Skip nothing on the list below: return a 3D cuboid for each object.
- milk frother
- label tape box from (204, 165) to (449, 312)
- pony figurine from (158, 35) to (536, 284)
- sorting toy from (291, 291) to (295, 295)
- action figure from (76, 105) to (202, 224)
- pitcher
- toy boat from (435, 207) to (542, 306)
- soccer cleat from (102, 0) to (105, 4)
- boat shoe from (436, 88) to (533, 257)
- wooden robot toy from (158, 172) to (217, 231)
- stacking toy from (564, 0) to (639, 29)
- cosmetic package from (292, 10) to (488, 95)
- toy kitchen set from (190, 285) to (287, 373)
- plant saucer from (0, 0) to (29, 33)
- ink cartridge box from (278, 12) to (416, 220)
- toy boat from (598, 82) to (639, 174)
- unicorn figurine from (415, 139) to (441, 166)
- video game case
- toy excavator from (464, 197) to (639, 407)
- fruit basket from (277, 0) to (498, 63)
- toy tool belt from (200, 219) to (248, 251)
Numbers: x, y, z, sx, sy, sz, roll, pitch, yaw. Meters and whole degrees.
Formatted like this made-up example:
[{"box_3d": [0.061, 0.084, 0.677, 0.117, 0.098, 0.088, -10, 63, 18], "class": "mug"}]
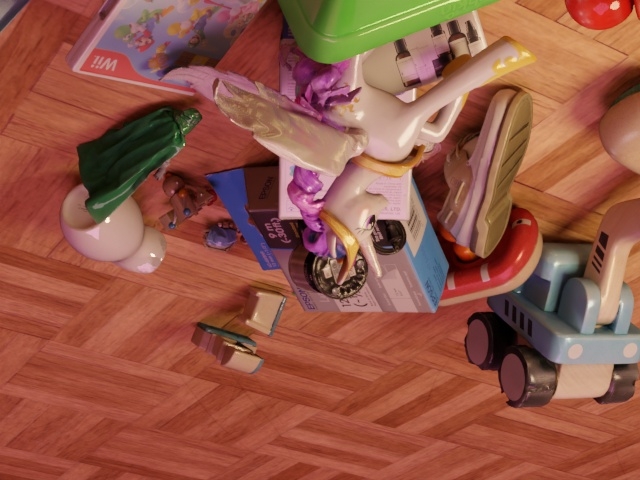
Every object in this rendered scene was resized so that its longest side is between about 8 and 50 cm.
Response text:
[{"box_3d": [0.039, 0.018, 1.783, 0.143, 0.129, 0.135, 1, -178, -17], "class": "milk frother"}, {"box_3d": [0.000, 0.000, 1.938, 0.347, 0.115, 0.249, -3, 137, 25], "class": "label tape box"}, {"box_3d": [0.025, -0.161, 1.450, 0.351, 0.303, 0.363, 34, 96, -24], "class": "pony figurine"}, {"box_3d": [-0.011, 0.098, 2.297, 0.083, 0.012, 0.062, 8, 154, -17], "class": "sorting toy"}, {"box_3d": [-0.265, -0.134, 1.827, 0.232, 0.137, 0.063, -30, 161, 30], "class": "action figure"}, {"box_3d": [-0.368, -0.024, 2.013, 0.177, 0.125, 0.207, 10, 164, 17], "class": "pitcher"}, {"box_3d": [0.243, 0.004, 2.007, 0.231, 0.151, 0.151, -16, 129, 27], "class": "toy boat"}, {"box_3d": [-0.230, -0.285, 1.531, 0.093, 0.121, 0.289, 7, 149, -8], "class": "soccer cleat"}, {"box_3d": [0.236, -0.106, 1.826, 0.103, 0.113, 0.302, 30, 136, 22], "class": "boat shoe"}, {"box_3d": [-0.222, -0.075, 1.971, 0.076, 0.079, 0.173, -33, -179, -25], "class": "wooden robot toy"}, {"box_3d": [0.460, -0.310, 1.467, 0.330, 0.141, 0.141, -4, 150, 21], "class": "stacking toy"}, {"box_3d": [0.091, -0.241, 1.569, 0.239, 0.060, 0.099, -18, 113, 8], "class": "cosmetic package"}, {"box_3d": [-0.137, 0.162, 2.369, 0.122, 0.166, 0.207, 20, -178, -28], "class": "toy kitchen set"}, {"box_3d": [-0.433, -0.278, 1.543, 0.192, 0.018, 0.067, -48, 140, -1], "class": "plant saucer"}, {"box_3d": [0.036, -0.178, 1.664, 0.185, 0.065, 0.311, 1, 117, 0], "class": "ink cartridge box"}, {"box_3d": [0.560, -0.180, 1.683, 0.267, 0.148, 0.318, 20, 153, -20], "class": "toy boat"}, {"box_3d": [0.128, -0.161, 1.807, 0.111, 0.060, 0.162, -17, 161, 28], "class": "unicorn figurine"}, {"box_3d": [-0.147, -0.293, 1.443, 0.204, 0.025, 0.285, 4, 135, -51], "class": "video game case"}, {"box_3d": [0.445, 0.071, 2.018, 0.222, 0.433, 0.445, 1, 110, -21], "class": "toy excavator"}, {"box_3d": [0.094, -0.342, 1.227, 0.392, 0.283, 0.392, -24, 168, -5], "class": "fruit basket"}, {"box_3d": [-0.160, -0.008, 2.082, 0.083, 0.052, 0.051, 0, 158, 2], "class": "toy tool belt"}]
